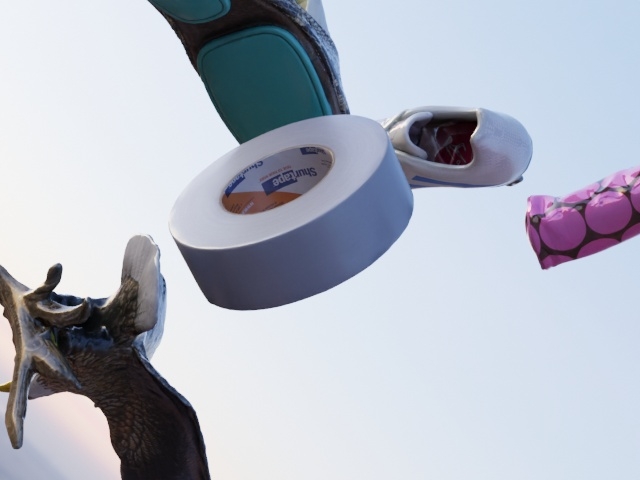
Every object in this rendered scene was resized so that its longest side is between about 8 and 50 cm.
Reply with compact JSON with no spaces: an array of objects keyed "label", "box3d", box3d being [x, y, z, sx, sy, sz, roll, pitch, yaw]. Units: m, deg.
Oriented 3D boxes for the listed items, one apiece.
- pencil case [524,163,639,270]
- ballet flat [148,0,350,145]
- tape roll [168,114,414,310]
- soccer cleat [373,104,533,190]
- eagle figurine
[{"label":"pencil case","box3d":[0.326,-0.044,2.166,0.095,0.209,0.098,61,12,-49]},{"label":"ballet flat","box3d":[-0.092,-0.263,2.066,0.164,0.182,0.483,-10,-42,34]},{"label":"tape roll","box3d":[-0.027,-0.028,1.795,0.219,0.219,0.072,28,-32,59]},{"label":"soccer cleat","box3d":[0.097,-0.115,2.391,0.331,0.116,0.143,-7,-21,34]},{"label":"eagle figurine","box3d":[-0.194,0.121,1.821,0.225,0.226,0.298,16,-14,39]}]
